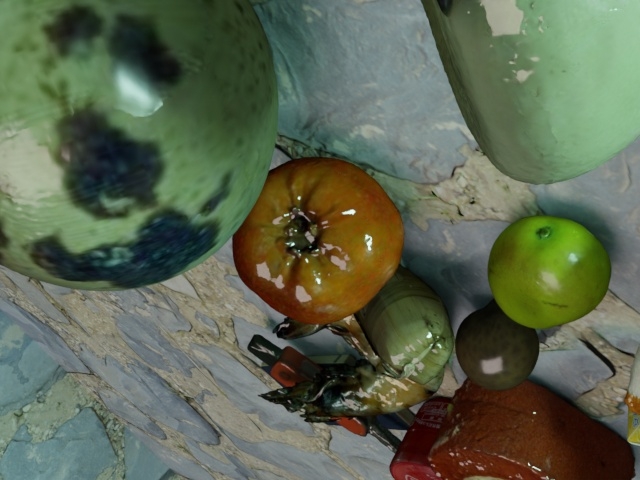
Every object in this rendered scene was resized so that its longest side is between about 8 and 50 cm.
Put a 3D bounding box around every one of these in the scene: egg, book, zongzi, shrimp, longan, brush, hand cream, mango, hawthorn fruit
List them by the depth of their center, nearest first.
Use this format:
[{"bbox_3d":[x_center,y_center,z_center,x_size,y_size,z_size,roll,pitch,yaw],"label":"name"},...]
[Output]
[{"bbox_3d":[-0.212,-0.121,0.828,0.345,0.345,0.428,29,160,9],"label":"egg"},{"bbox_3d":[0.224,0.035,0.881,0.117,0.089,0.163,35,153,-1],"label":"mango"},{"bbox_3d":[0.000,0.000,1.005,0.196,0.197,0.225,29,180,10],"label":"hawthorn fruit"},{"bbox_3d":[0.212,0.125,1.038,0.113,0.092,0.113,15,107,58],"label":"longan"},{"bbox_3d":[0.130,0.123,1.066,0.197,0.099,0.194,42,-168,-29],"label":"zongzi"},{"bbox_3d":[0.018,0.178,1.292,0.365,0.071,0.233,-19,117,40],"label":"shrimp"},{"bbox_3d":[0.215,0.346,1.344,0.193,0.125,0.193,27,152,16],"label":"hand cream"},{"bbox_3d":[0.015,0.258,1.450,0.323,0.051,0.070,37,145,1],"label":"brush"},{"bbox_3d":[0.029,0.270,1.529,0.191,0.025,0.269,45,150,-20],"label":"book"}]

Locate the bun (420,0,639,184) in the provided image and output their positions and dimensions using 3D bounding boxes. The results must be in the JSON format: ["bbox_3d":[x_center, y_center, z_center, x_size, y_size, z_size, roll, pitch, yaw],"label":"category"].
[{"bbox_3d":[0.139,-0.180,0.505,0.179,0.283,0.283,-21,131,10],"label":"bun"}]

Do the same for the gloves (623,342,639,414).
[{"bbox_3d":[0.350,0.081,0.773,0.131,0.140,0.219,7,135,27],"label":"gloves"}]

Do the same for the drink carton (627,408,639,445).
[{"bbox_3d":[0.394,0.192,0.959,0.074,0.084,0.200,15,155,-15],"label":"drink carton"}]

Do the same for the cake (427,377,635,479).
[{"bbox_3d":[0.294,0.299,1.168,0.283,0.151,0.177,38,140,-7],"label":"cake"}]
